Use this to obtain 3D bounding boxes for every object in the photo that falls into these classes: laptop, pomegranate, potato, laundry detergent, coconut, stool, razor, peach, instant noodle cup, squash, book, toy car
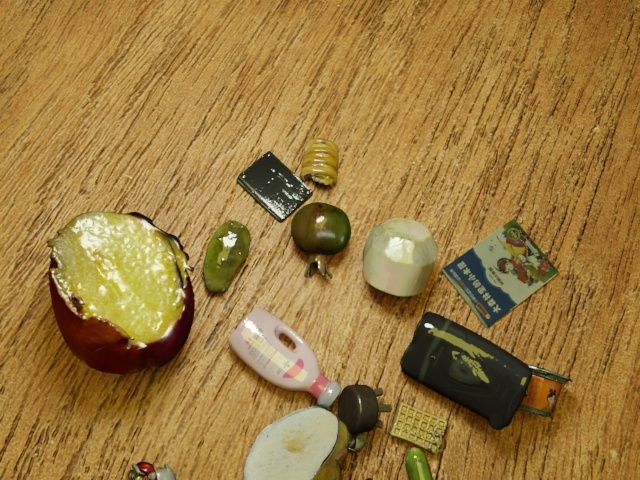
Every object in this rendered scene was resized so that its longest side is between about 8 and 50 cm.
[{"bbox_3d":[-0.146,-0.173,1.788,0.207,0.026,0.154,44,70,9],"label":"laptop"},{"bbox_3d":[0.000,0.000,1.673,0.181,0.181,0.224,4,84,-6],"label":"pomegranate"},{"bbox_3d":[-0.279,0.046,1.657,0.117,0.090,0.226,21,75,-6],"label":"potato"},{"bbox_3d":[-0.091,0.336,1.576,0.335,0.088,0.159,37,68,6],"label":"laundry detergent"},{"bbox_3d":[0.226,0.061,1.651,0.241,0.241,0.241,2,69,-6],"label":"coconut"},{"bbox_3d":[0.108,0.482,1.526,0.121,0.125,0.217,10,90,-27],"label":"stool"},{"bbox_3d":[0.398,0.355,1.565,0.348,0.113,0.205,29,97,20],"label":"razor"},{"bbox_3d":[-0.047,0.592,1.438,0.246,0.196,0.300,6,39,38],"label":"potato"},{"bbox_3d":[-0.517,0.128,1.441,0.339,0.353,0.417,-27,114,-47],"label":"peach"},{"bbox_3d":[0.598,0.421,1.593,0.208,0.177,0.126,15,81,10],"label":"instant noodle cup"},{"bbox_3d":[0.280,0.672,1.509,0.066,0.066,0.229,-13,73,-11],"label":"squash"},{"bbox_3d":[0.569,0.097,1.782,0.322,0.018,0.228,-33,77,-17],"label":"book"},{"bbox_3d":[-0.419,0.624,1.426,0.112,0.112,0.139,-6,80,-26],"label":"toy car"}]

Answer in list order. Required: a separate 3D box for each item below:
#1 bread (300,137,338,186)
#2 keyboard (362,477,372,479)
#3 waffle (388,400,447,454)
[{"bbox_3d":[-0.001,-0.251,1.808,0.119,0.084,0.177,7,65,-5],"label":"bread"},{"bbox_3d":[0.048,0.712,1.485,0.230,0.025,0.094,-17,71,-13],"label":"keyboard"},{"bbox_3d":[0.273,0.522,1.574,0.147,0.042,0.103,23,69,1],"label":"waffle"}]
